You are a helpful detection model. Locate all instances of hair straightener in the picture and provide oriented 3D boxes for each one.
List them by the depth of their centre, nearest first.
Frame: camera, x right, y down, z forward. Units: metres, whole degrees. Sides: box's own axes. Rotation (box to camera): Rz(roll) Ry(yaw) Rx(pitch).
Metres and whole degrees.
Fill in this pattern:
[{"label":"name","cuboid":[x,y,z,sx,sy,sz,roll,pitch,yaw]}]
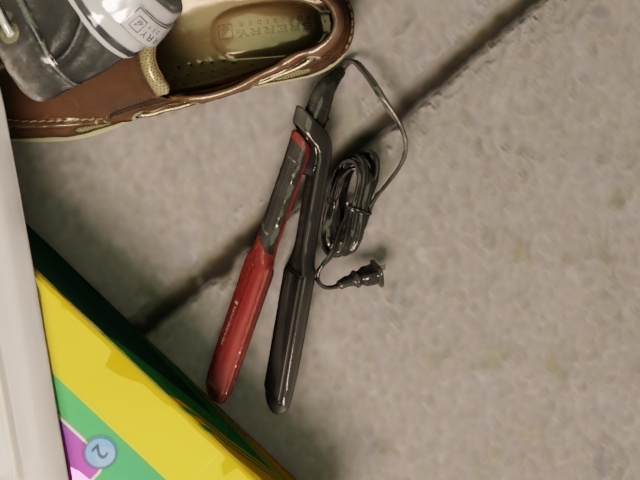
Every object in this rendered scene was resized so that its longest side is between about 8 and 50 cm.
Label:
[{"label":"hair straightener","cuboid":[0.000,0.000,1.203,0.089,0.047,0.230,15,91,-20]}]

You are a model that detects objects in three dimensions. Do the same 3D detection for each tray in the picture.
[{"label":"tray","cuboid":[-0.234,0.041,1.087,0.145,0.030,0.270,-9,94,-1]}]

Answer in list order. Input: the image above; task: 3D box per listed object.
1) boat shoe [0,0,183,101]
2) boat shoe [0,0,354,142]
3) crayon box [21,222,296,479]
[{"label":"boat shoe","cuboid":[-0.211,-0.232,1.088,0.119,0.121,0.335,-33,78,11]},{"label":"boat shoe","cuboid":[-0.107,-0.118,1.146,0.257,0.095,0.095,-15,98,-1]},{"label":"crayon box","cuboid":[-0.224,0.204,1.178,0.363,0.106,0.313,-45,99,3]}]
